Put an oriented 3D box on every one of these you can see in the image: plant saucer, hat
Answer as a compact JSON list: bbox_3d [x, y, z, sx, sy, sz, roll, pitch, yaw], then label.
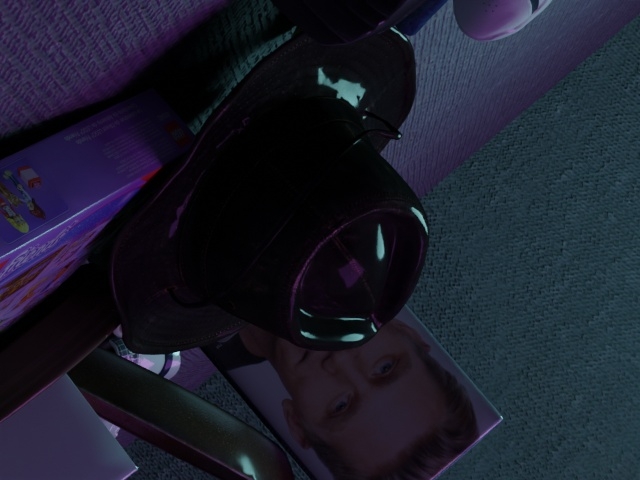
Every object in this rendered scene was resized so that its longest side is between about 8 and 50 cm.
[{"bbox_3d":[-0.255,0.099,1.428,0.278,0.041,0.278,-32,-170,7],"label":"plant saucer"},{"bbox_3d":[0.000,0.000,1.362,0.331,0.134,0.331,-41,158,-21],"label":"hat"},{"bbox_3d":[-0.150,0.164,1.770,0.050,0.310,0.310,-63,179,-11],"label":"plant saucer"}]

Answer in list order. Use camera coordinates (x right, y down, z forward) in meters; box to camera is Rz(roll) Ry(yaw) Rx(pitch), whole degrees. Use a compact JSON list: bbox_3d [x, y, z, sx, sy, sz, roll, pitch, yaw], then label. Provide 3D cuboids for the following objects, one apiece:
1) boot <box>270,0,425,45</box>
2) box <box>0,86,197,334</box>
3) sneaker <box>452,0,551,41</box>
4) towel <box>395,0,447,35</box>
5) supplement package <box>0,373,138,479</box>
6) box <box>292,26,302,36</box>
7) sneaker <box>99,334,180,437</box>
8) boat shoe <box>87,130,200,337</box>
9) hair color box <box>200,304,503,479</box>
[{"bbox_3d":[0.198,-0.293,1.136,0.367,0.146,0.445,-32,177,40],"label":"boot"},{"bbox_3d":[-0.215,0.015,1.206,0.201,0.057,0.293,-42,178,28],"label":"box"},{"bbox_3d":[0.158,-0.244,1.559,0.235,0.094,0.153,-45,171,38],"label":"sneaker"},{"bbox_3d":[0.096,-0.219,1.503,0.029,0.067,0.119,15,143,-25],"label":"towel"},{"bbox_3d":[-0.272,0.187,1.619,0.139,0.134,0.244,-38,-174,-18],"label":"supplement package"},{"bbox_3d":[0.047,-0.204,1.399,0.109,0.042,0.178,-39,175,-22],"label":"box"},{"bbox_3d":[-0.263,0.175,2.163,0.095,0.090,0.235,-11,149,-53],"label":"sneaker"},{"bbox_3d":[-0.087,-0.052,1.499,0.112,0.095,0.335,-3,145,-49],"label":"boat shoe"},{"bbox_3d":[-0.007,0.093,1.772,0.174,0.347,0.105,-40,174,-7],"label":"hair color box"}]
